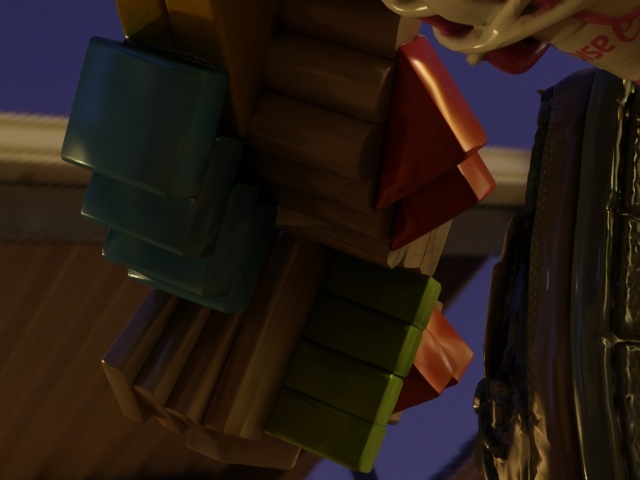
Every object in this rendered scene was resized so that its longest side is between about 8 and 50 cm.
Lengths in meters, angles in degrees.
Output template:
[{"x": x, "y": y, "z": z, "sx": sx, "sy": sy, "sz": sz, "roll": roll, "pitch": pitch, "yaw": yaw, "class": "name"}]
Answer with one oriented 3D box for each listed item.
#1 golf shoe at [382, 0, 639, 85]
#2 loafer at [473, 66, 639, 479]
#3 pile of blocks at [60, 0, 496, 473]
[{"x": 0.028, "y": -0.097, "z": 0.306, "sx": 0.306, "sy": 0.140, "sz": 0.115, "roll": -15, "pitch": 1, "yaw": -18, "class": "golf shoe"}, {"x": 0.070, "y": 0.078, "z": 0.373, "sx": 0.084, "sy": 0.267, "sz": 0.096, "roll": -12, "pitch": -20, "yaw": 36, "class": "loafer"}, {"x": 0.000, "y": 0.000, "z": 0.483, "sx": 0.149, "sy": 0.113, "sz": 0.362, "roll": -59, "pitch": -25, "yaw": -27, "class": "pile of blocks"}]
